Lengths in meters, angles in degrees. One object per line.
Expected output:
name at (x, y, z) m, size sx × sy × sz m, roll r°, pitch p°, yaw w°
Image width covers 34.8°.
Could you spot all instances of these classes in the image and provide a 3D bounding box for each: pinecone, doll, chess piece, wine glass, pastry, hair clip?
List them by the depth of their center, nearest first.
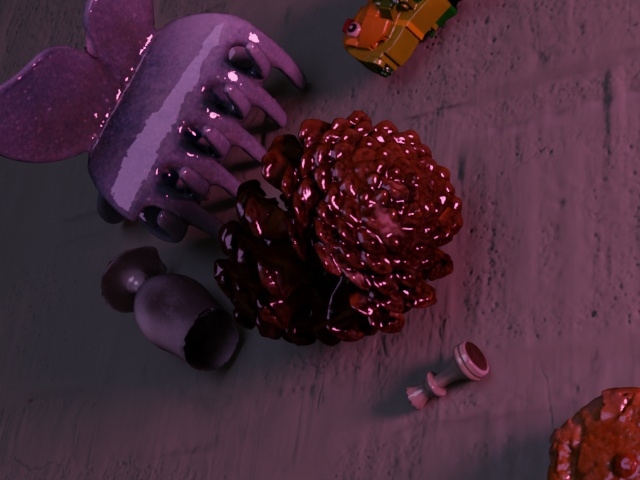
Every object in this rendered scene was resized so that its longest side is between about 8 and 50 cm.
pastry at (0.263, 0.193, 0.852) m, size 0.153 × 0.081 × 0.153 m, roll -33°, pitch 38°, yaw 31°
chess piece at (0.124, 0.142, 1.040) m, size 0.093 × 0.042 × 0.042 m, roll -38°, pitch 45°, yaw 26°
pinecone at (0.002, -0.001, 1.101) m, size 0.292 × 0.246 × 0.246 m, roll -28°, pitch 48°, yaw 45°
doll at (0.109, -0.289, 1.263) m, size 0.186 × 0.106 × 0.134 m, roll -44°, pitch 54°, yaw 13°
wine glass at (-0.193, 0.088, 1.321) m, size 0.222 × 0.103 × 0.103 m, roll 30°, pitch 87°, yaw 47°
hair clip at (-0.200, -0.163, 1.357) m, size 0.238 × 0.392 × 0.318 m, roll 25°, pitch 81°, yaw 22°
